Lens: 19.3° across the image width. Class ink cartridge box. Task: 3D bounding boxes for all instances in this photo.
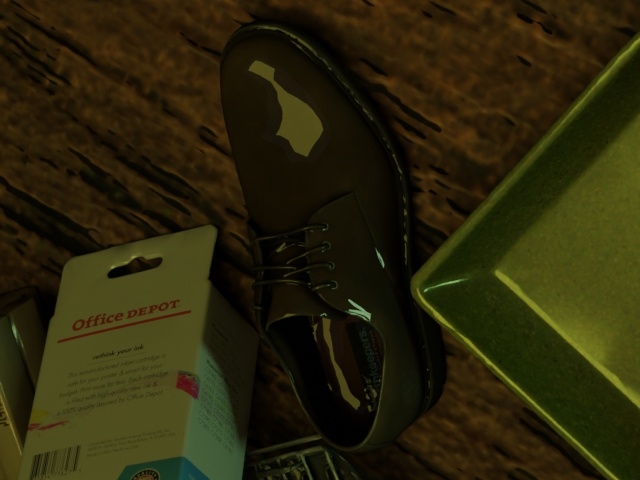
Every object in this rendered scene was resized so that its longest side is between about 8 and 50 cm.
[{"bbox_3d":[-0.094,0.088,0.993,0.104,0.181,0.061,-13,140,24],"label":"ink cartridge box"}]

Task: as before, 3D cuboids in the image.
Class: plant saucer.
[{"bbox_3d":[0.171,0.018,0.907,0.188,0.045,0.188,43,117,3],"label":"plant saucer"}]

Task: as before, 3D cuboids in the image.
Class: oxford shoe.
[{"bbox_3d":[0.000,0.000,0.940,0.082,0.096,0.227,-17,99,27],"label":"oxford shoe"}]

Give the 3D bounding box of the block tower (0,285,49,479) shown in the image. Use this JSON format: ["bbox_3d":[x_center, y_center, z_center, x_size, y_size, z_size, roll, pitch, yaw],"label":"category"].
[{"bbox_3d":[-0.297,0.110,1.095,0.335,0.091,0.097,-11,102,25],"label":"block tower"}]

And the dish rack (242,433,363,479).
[{"bbox_3d":[-0.061,0.211,1.050,0.271,0.074,0.208,-16,103,23],"label":"dish rack"}]
